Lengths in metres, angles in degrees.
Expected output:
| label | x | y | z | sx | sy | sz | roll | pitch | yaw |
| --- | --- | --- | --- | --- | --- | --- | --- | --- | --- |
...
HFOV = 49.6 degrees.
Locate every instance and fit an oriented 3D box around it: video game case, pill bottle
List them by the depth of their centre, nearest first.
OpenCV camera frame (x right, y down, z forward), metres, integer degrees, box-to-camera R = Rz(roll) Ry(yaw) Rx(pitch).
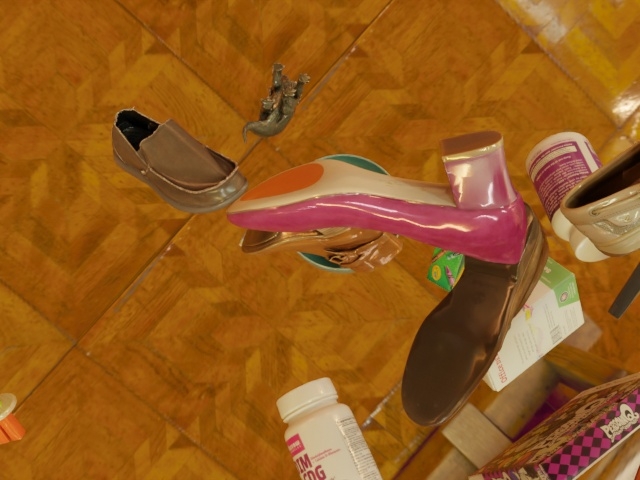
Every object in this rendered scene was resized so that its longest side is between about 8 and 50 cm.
| label | x | y | z | sx | sy | sz | roll | pitch | yaw |
| --- | --- | --- | --- | --- | --- | --- | --- | --- | --- |
| video game case | 0.323 | 0.249 | 0.889 | 0.232 | 0.210 | 0.042 | -28 | 76 | -20 |
| video game case | 0.734 | 0.017 | 1.477 | 0.035 | 0.275 | 0.248 | 39 | 64 | 24 |
| pill bottle | 0.018 | 0.455 | 1.501 | 0.160 | 0.160 | 0.283 | -23 | 69 | -8 |
| pill bottle | 0.620 | -0.103 | 1.667 | 0.169 | 0.169 | 0.302 | -3 | 51 | -9 |

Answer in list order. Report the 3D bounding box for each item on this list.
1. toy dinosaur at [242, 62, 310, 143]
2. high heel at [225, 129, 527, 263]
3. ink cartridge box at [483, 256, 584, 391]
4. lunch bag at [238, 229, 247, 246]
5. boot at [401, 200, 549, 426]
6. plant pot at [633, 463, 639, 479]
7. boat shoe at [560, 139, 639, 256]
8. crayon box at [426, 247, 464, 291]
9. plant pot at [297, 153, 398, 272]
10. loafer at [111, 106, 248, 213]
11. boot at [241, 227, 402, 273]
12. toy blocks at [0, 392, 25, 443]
| label | x | y | z | sx | sy | sz | roll | pitch | yaw |
| --- | --- | --- | --- | --- | --- | --- | --- | --- | --- |
| toy dinosaur | -0.102 | -0.325 | 1.703 | 0.120 | 0.160 | 0.314 | 14 | 57 | 1 |
| high heel | 0.045 | -0.013 | 0.583 | 0.243 | 0.082 | 0.117 | -13 | 117 | 12 |
| ink cartridge box | 0.349 | 0.144 | 1.226 | 0.212 | 0.093 | 0.154 | -38 | 134 | -7 |
| lunch bag | -0.165 | -0.003 | 1.851 | 0.083 | 0.071 | 0.053 | 28 | 43 | -10 |
| boot | 0.210 | 0.105 | 0.884 | 0.115 | 0.112 | 0.306 | 35 | 81 | -46 |
| plant pot | 0.353 | 0.202 | 0.493 | 0.274 | 0.275 | 0.243 | 34 | 85 | -9 |
| boat shoe | 0.411 | -0.102 | 0.775 | 0.098 | 0.109 | 0.302 | 36 | 123 | -20 |
| crayon box | 0.401 | -0.001 | 1.840 | 0.081 | 0.166 | 0.278 | 31 | 42 | 26 |
| plant pot | 0.055 | -0.040 | 1.717 | 0.289 | 0.195 | 0.291 | -1 | 72 | 2 |
| loafer | -0.303 | -0.166 | 1.384 | 0.365 | 0.130 | 0.134 | 23 | 54 | 29 |
| boot | 0.000 | 0.000 | 1.361 | 0.220 | 0.283 | 0.109 | 30 | 48 | -36 |
| toy blocks | -0.392 | 0.225 | 0.776 | 0.123 | 0.054 | 0.148 | -30 | 120 | -25 |
